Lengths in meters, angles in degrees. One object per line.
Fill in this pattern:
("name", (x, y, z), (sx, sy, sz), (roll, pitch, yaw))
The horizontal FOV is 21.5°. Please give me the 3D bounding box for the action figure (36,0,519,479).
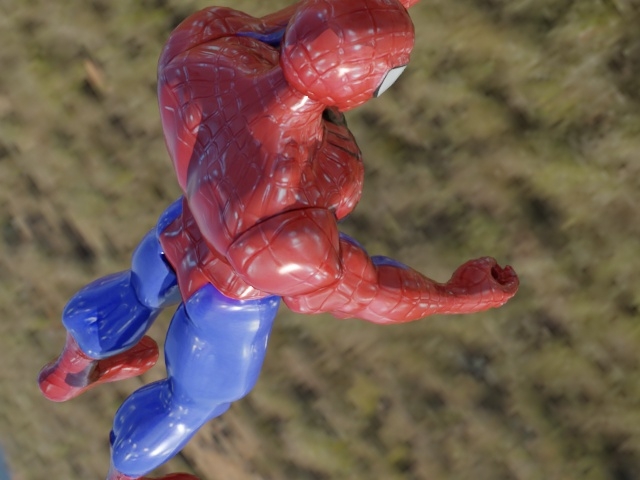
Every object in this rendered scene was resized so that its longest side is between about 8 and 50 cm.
("action figure", (0.000, 0.000, 0.516), (0.091, 0.139, 0.280), (67, 157, 18))
